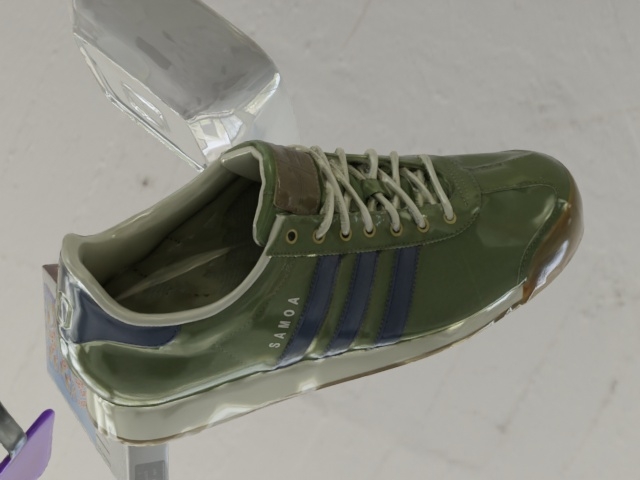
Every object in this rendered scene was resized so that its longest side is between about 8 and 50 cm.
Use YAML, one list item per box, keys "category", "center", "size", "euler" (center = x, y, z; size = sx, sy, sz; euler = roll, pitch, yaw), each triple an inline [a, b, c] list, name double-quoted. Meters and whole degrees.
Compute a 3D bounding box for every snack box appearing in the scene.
- category: "snack box"
  center: [-0.112, 0.065, 0.729]
  size: [0.022, 0.178, 0.064]
  euler: [-7, -72, -22]

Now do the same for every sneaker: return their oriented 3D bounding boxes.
- category: "sneaker"
  center: [0.000, 0.000, 0.488]
  size: [0.192, 0.064, 0.086]
  euler: [-22, -44, -6]

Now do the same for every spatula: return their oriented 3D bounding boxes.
- category: "spatula"
  center: [-0.203, 0.087, 0.865]
  size: [0.030, 0.084, 0.296]
  euler: [21, -38, 21]

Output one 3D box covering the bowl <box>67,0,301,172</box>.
- category: "bowl"
  center: [-0.083, -0.093, 0.810]
  size: [0.142, 0.142, 0.053]
  euler: [39, -102, 16]
